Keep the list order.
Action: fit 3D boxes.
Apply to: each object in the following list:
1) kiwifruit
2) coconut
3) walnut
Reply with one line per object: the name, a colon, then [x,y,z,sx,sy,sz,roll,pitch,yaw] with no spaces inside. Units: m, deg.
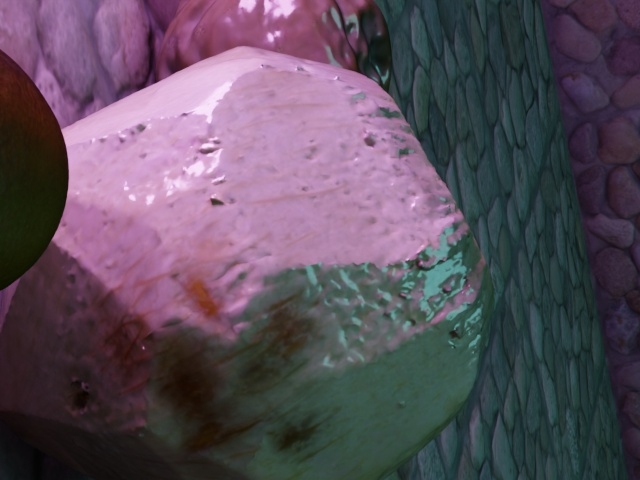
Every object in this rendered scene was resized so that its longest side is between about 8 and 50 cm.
kiwifruit: [-0.272,-0.055,1.008,0.234,0.196,0.196,27,60,-62]
coconut: [-0.078,0.054,1.280,0.345,0.415,0.415,69,23,-63]
walnut: [-0.045,-0.163,1.596,0.227,0.273,0.273,-32,122,-27]
